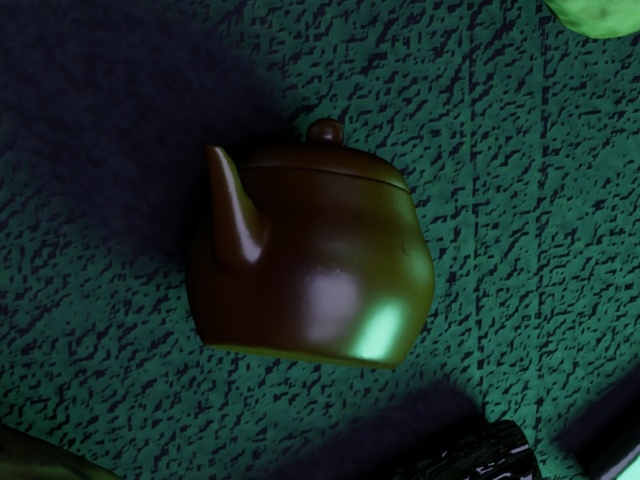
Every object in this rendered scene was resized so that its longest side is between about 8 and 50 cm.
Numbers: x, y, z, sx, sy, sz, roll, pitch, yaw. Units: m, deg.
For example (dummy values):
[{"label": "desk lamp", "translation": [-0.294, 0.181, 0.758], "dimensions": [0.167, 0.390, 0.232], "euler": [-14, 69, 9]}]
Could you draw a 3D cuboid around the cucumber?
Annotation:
[{"label": "cucumber", "translation": [0.030, 0.156, 0.707], "dimensions": [0.187, 0.058, 0.058], "euler": [-31, 118, -10]}]

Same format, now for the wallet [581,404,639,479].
[{"label": "wallet", "translation": [0.287, 0.078, 0.798], "dimensions": [0.285, 0.030, 0.146], "euler": [-44, 116, -4]}]

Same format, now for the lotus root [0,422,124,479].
[{"label": "lotus root", "translation": [-0.201, 0.149, 0.543], "dimensions": [0.291, 0.193, 0.193], "euler": [8, 106, -21]}]

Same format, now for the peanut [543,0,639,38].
[{"label": "peanut", "translation": [0.109, -0.210, 0.570], "dimensions": [0.101, 0.117, 0.263], "euler": [-14, 117, -24]}]

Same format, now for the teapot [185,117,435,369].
[{"label": "teapot", "translation": [0.000, 0.000, 0.616], "dimensions": [0.173, 0.116, 0.116], "euler": [18, 103, -54]}]
